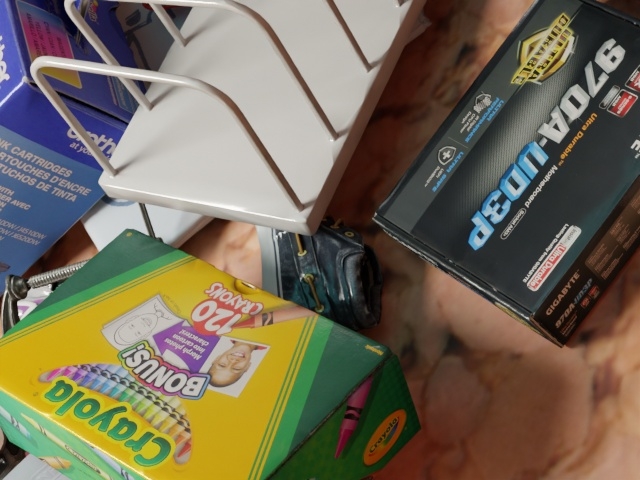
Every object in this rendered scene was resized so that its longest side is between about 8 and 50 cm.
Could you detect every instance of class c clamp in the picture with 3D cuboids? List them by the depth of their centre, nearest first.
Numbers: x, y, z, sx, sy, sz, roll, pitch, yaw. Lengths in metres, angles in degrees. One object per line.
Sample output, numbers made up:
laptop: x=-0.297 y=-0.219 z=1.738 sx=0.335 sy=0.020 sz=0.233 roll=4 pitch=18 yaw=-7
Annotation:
c clamp: x=-0.189 y=0.041 z=1.374 sx=0.160 sy=0.022 sz=0.137 roll=-22 pitch=93 yaw=12

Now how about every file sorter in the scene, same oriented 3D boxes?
file sorter: x=-0.062 y=-0.177 z=1.282 sx=0.192 sy=0.173 sz=0.278 roll=11 pitch=63 yaw=31

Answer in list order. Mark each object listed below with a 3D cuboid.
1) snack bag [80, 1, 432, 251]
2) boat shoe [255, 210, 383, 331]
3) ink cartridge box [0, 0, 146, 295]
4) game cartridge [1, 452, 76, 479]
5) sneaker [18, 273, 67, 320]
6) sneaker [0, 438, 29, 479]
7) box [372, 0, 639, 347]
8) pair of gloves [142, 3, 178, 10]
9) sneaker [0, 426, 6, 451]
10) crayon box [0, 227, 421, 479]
snack bag: x=-0.102 y=-0.158 z=1.477 sx=0.342 sy=0.037 sz=0.323 roll=-42 pitch=47 yaw=5
boat shoe: x=0.000 y=0.000 z=1.287 sx=0.083 sy=0.065 sz=0.183 roll=-18 pitch=55 yaw=17
ink cartridge box: x=-0.300 y=-0.119 z=1.469 sx=0.395 sy=0.151 sz=0.270 roll=-40 pitch=49 yaw=23
game cartridge: x=-0.129 y=0.192 z=1.200 sx=0.294 sy=0.060 sz=0.196 roll=-40 pitch=47 yaw=-22
sneaker: x=-0.219 y=0.053 z=1.430 sx=0.098 sy=0.038 sz=0.069 roll=25 pitch=80 yaw=43
sneaker: x=-0.261 y=0.145 z=1.392 sx=0.047 sy=0.057 sz=0.119 roll=-9 pitch=60 yaw=31
box: x=0.164 y=-0.057 z=1.199 sx=0.220 sy=0.051 sz=0.175 roll=-52 pitch=45 yaw=-2
pair of gloves: x=-0.064 y=-0.265 z=1.478 sx=0.198 sy=0.023 sz=0.159 roll=0 pitch=61 yaw=30
sneaker: x=-0.325 y=0.161 z=1.378 sx=0.178 sy=0.077 sz=0.072 roll=-37 pitch=62 yaw=47
crayon box: x=-0.090 y=0.108 z=1.174 sx=0.278 sy=0.081 sz=0.165 roll=23 pitch=56 yaw=40
